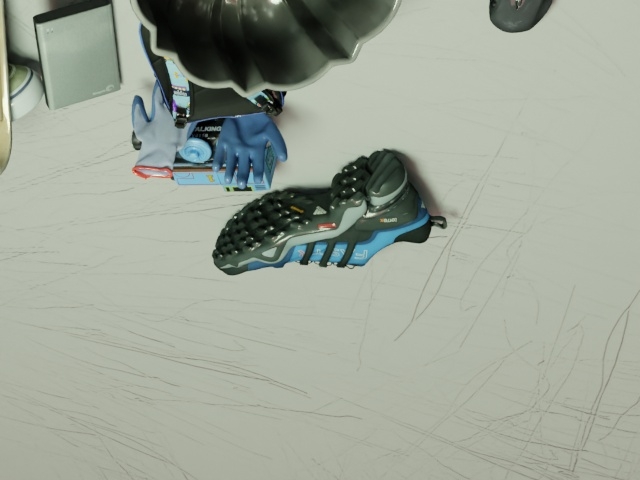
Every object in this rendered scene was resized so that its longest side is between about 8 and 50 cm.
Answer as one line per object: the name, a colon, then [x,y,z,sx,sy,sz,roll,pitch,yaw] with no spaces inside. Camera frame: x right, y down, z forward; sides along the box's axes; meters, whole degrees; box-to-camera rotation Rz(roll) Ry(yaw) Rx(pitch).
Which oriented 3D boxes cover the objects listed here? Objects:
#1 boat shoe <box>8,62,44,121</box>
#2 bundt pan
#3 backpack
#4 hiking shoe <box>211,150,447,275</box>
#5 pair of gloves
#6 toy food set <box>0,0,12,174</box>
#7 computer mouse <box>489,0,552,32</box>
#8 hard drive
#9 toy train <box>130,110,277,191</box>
boat shoe: [-0.491,-0.186,2.266,0.302,0.109,0.094,-5,129,22]
bundt pan: [-0.064,-0.327,1.932,0.331,0.124,0.330,-13,127,-17]
backpack: [-0.126,-0.232,2.121,0.158,0.117,0.173,-7,130,20]
hiking shoe: [0.000,0.000,2.326,0.304,0.113,0.132,-19,126,29]
pair of gloves: [-0.135,-0.131,2.198,0.198,0.159,0.023,7,146,2]
toy food set: [-0.492,-0.227,2.157,0.220,0.092,0.306,2,103,12]
computer mouse: [0.240,-0.318,2.001,0.071,0.041,0.242,15,135,0]
hard drive: [-0.295,-0.226,2.204,0.094,0.022,0.135,-19,138,-17]
toy train: [-0.144,-0.113,2.277,0.184,0.080,0.105,-1,140,14]
